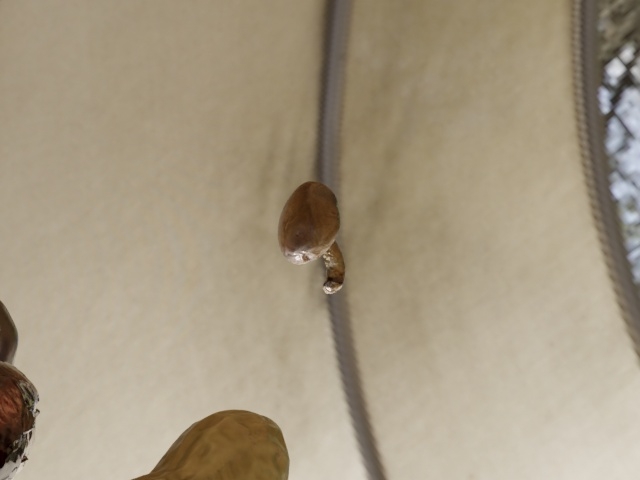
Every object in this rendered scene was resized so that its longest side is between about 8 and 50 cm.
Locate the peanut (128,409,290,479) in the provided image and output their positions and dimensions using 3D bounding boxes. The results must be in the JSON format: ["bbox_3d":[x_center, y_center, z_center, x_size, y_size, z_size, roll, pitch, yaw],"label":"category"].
[{"bbox_3d":[-0.130,0.257,1.285,0.298,0.120,0.136,-34,-77,-48],"label":"peanut"}]

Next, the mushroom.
[{"bbox_3d":[-0.008,0.002,1.615,0.073,0.088,0.129,-25,-76,-45],"label":"mushroom"}]

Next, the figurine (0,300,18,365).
[{"bbox_3d":[-0.544,0.143,1.929,0.206,0.218,0.365,50,-171,15],"label":"figurine"}]

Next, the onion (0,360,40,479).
[{"bbox_3d":[-0.462,0.227,1.640,0.232,0.314,0.314,65,-155,-5],"label":"onion"}]
